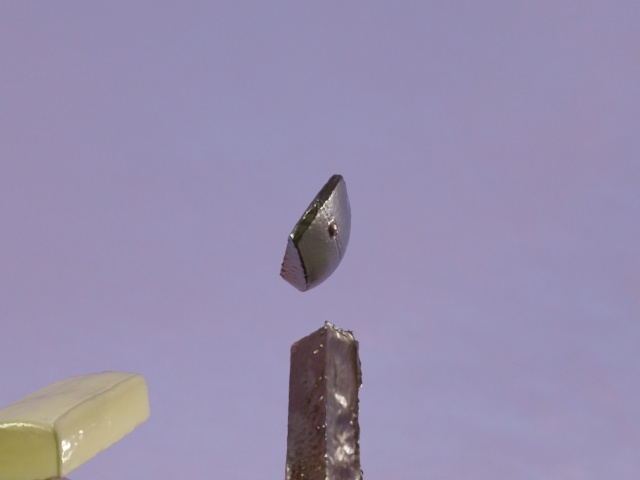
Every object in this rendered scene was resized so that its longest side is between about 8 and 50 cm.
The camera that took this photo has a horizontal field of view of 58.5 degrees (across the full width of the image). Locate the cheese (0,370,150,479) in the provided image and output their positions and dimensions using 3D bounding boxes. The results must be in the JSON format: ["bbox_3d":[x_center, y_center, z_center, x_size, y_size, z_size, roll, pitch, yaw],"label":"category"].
[{"bbox_3d":[-0.506,0.353,1.108,0.242,0.265,0.124,-14,-89,18],"label":"cheese"}]

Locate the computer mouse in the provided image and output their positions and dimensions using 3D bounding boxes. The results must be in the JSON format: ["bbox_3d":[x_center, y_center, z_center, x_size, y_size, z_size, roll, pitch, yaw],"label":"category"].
[{"bbox_3d":[0.004,0.003,1.053,0.087,0.168,0.295,32,-20,8],"label":"computer mouse"}]

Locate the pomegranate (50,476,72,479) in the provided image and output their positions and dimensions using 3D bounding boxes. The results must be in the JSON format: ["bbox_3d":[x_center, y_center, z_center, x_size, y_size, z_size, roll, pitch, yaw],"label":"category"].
[{"bbox_3d":[-0.749,0.788,1.419,0.416,0.417,0.417,-4,-56,-6],"label":"pomegranate"}]

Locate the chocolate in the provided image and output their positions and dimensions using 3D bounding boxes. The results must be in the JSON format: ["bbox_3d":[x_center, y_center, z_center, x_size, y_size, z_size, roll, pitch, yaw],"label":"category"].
[{"bbox_3d":[0.002,0.312,1.041,0.111,0.321,0.112,-25,-44,31],"label":"chocolate"}]
